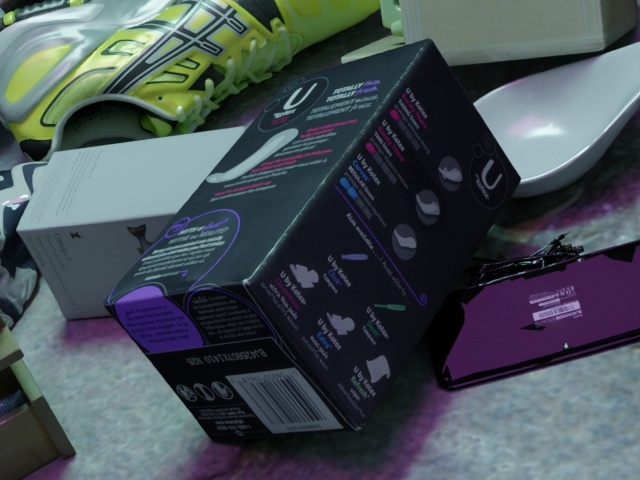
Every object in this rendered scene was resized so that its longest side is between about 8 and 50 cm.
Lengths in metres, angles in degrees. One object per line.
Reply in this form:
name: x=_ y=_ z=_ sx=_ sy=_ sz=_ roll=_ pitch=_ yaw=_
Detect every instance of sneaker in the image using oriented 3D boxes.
sneaker: x=-0.115 y=-0.167 z=1.517 sx=0.385 sy=0.145 sz=0.147 roll=-18 pitch=69 yaw=-2
sneaker: x=-0.323 y=0.012 z=1.399 sx=0.153 sy=0.094 sz=0.235 roll=2 pitch=43 yaw=29

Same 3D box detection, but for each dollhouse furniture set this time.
dollhouse furniture set: x=-0.291 y=0.093 z=1.206 sx=0.129 sy=0.183 sz=0.129 roll=-30 pitch=38 yaw=-11

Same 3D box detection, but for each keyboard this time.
keyboard: x=0.170 y=0.047 z=1.182 sx=0.192 sy=0.038 sz=0.100 roll=-15 pitch=61 yaw=6

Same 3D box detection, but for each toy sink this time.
toy sink: x=0.139 y=-0.227 z=1.397 sx=0.234 sy=0.131 sz=0.153 roll=-3 pitch=13 yaw=23

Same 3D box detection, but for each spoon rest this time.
spoon rest: x=0.233 y=-0.107 z=1.288 sx=0.276 sy=0.084 sz=0.137 roll=-15 pitch=37 yaw=6

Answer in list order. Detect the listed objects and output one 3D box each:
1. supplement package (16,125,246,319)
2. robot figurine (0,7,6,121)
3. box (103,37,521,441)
supplement package: x=-0.136 y=-0.013 z=1.329 sx=0.179 sy=0.105 sz=0.105 roll=-7 pitch=39 yaw=19
robot figurine: x=-0.411 y=-0.194 z=1.632 sx=0.209 sy=0.173 sz=0.278 roll=-41 pitch=41 yaw=-14
box: x=0.000 y=0.000 z=1.187 sx=0.165 sy=0.143 sz=0.270 roll=-9 pitch=35 yaw=46
